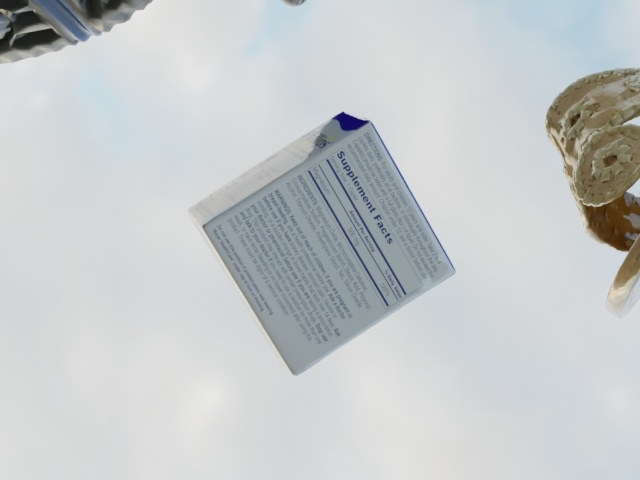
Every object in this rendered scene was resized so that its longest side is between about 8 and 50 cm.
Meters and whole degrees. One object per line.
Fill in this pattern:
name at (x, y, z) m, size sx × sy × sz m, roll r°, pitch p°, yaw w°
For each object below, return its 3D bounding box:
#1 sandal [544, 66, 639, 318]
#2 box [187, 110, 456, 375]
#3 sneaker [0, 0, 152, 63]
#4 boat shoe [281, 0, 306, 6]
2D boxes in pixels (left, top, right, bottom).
sandal at (0.131, -0.035, 0.712) m, size 0.079 × 0.240 × 0.088 m, roll 35°, pitch -68°, yaw 14°
box at (0.000, 0.000, 1.171) m, size 0.126 × 0.137 × 0.072 m, roll 60°, pitch -7°, yaw -15°
sneaker at (-0.044, -0.103, 0.354) m, size 0.211 × 0.080 × 0.081 m, roll -20°, pitch -133°, yaw 19°
boat shoe at (-0.087, -0.297, 1.414) m, size 0.110 × 0.341 × 0.122 m, roll 29°, pitch -97°, yaw 21°
